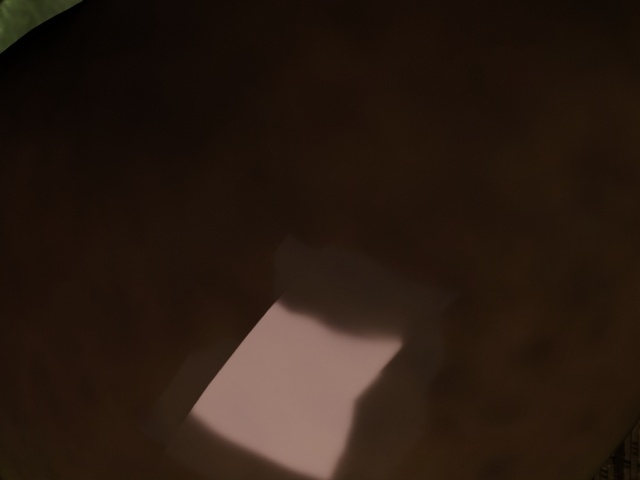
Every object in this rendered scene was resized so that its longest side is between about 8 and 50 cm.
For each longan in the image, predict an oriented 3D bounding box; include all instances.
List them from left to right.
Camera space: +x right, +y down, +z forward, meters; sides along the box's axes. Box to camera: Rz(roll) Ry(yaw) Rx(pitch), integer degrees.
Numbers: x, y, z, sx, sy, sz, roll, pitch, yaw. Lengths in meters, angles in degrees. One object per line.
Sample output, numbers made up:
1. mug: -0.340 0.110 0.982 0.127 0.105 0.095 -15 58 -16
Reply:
1. longan: 0.013 -0.010 0.619 0.288 0.288 0.350 33 117 -21

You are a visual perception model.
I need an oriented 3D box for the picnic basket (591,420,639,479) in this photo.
1. picnic basket: 0.076 0.225 0.973 0.228 0.175 0.313 20 145 -14
